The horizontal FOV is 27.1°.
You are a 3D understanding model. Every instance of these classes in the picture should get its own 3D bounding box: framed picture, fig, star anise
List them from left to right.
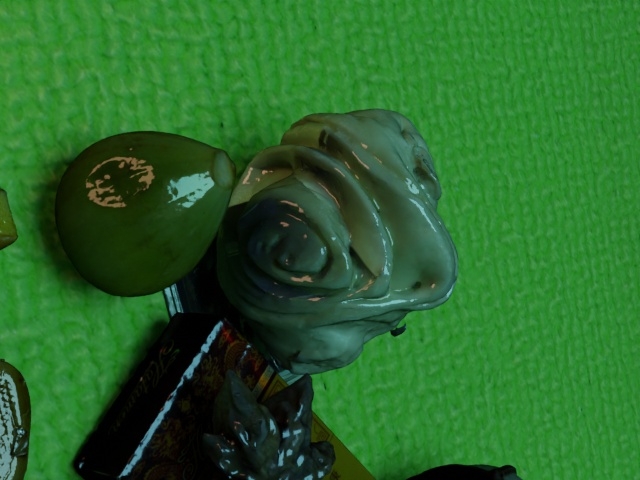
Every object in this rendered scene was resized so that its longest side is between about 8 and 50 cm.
[{"bbox_3d":[-0.223,-0.048,1.667,0.207,0.230,0.207,24,30,-15],"label":"fig"},{"bbox_3d":[-0.122,0.096,1.899,0.232,0.019,0.296,-22,101,-46],"label":"framed picture"},{"bbox_3d":[-0.088,0.305,1.664,0.315,0.108,0.315,-11,106,-43],"label":"star anise"}]

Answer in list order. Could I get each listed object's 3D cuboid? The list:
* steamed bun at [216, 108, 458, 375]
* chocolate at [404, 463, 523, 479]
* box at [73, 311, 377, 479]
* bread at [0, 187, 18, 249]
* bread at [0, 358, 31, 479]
[{"bbox_3d":[0.000,0.000,1.788,0.237,0.346,0.394,11,96,-51],"label":"steamed bun"},{"bbox_3d":[0.238,0.480,2.080,0.186,0.283,0.284,10,77,-65],"label":"chocolate"},{"bbox_3d":[-0.110,0.319,1.795,0.415,0.116,0.264,48,61,-31],"label":"box"},{"bbox_3d":[-0.456,-0.008,1.498,0.245,0.102,0.094,-10,90,-48],"label":"bread"},{"bbox_3d":[-0.396,0.233,1.550,0.114,0.077,0.189,12,76,-25],"label":"bread"}]
